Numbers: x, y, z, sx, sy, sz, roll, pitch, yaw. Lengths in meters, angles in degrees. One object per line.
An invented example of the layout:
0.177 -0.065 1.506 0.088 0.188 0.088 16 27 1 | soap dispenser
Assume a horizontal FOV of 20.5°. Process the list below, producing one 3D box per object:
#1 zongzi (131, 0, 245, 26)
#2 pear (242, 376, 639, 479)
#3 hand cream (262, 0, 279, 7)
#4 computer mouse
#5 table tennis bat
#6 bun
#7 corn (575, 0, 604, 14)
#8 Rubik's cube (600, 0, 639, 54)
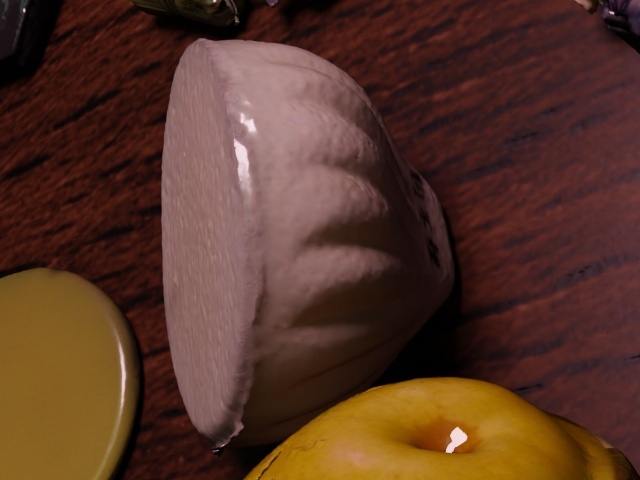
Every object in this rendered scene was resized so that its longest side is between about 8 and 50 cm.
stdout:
-0.084 -0.219 1.360 0.104 0.052 0.113 17 71 35 | zongzi
0.059 0.241 0.930 0.285 0.285 0.336 53 145 39 | pear
0.013 -0.219 1.286 0.142 0.053 0.084 -34 53 4 | hand cream
-0.259 -0.244 1.485 0.122 0.073 0.217 17 84 41 | computer mouse
-0.286 0.150 1.360 0.369 0.054 0.224 -19 62 27 | table tennis bat
0.000 0.000 1.128 0.263 0.175 0.263 177 90 -73 | bun
0.237 -0.269 1.102 0.086 0.086 0.288 38 96 41 | corn
0.339 -0.181 0.840 0.305 0.307 0.310 -1 72 35 | Rubik's cube
